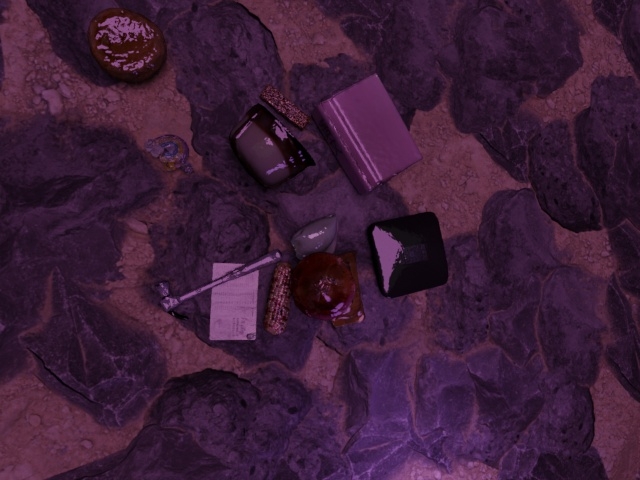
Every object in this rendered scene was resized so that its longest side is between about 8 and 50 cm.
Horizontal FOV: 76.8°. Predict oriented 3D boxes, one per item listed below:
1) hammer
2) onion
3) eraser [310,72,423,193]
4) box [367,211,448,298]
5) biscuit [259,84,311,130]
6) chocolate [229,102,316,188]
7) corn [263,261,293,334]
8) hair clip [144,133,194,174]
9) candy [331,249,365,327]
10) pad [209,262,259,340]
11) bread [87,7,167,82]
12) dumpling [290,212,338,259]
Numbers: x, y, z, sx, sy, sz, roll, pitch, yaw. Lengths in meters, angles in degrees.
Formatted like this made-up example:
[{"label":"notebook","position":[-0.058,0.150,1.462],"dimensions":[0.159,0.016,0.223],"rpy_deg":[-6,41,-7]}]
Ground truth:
[{"label":"hammer","position":[-0.328,0.123,1.363],"dimensions":[0.427,0.044,0.152],"rpy_deg":[-26,93,-14]},{"label":"onion","position":[0.004,0.158,1.325],"dimensions":[0.230,0.163,0.229],"rpy_deg":[0,101,2]},{"label":"eraser","position":[0.174,-0.387,1.490],"dimensions":[0.272,0.122,0.359],"rpy_deg":[-34,97,-16]},{"label":"box","position":[0.333,0.053,1.531],"dimensions":[0.289,0.073,0.289],"rpy_deg":[-12,91,-15]},{"label":"biscuit","position":[-0.126,-0.478,1.456],"dimensions":[0.199,0.034,0.064],"rpy_deg":[36,80,-10]},{"label":"chocolate","position":[-0.179,-0.294,1.335],"dimensions":[0.283,0.283,0.186],"rpy_deg":[44,93,-9]},{"label":"corn","position":[-0.140,0.197,1.391],"dimensions":[0.086,0.086,0.253],"rpy_deg":[12,83,-14]},{"label":"hair clip","position":[-0.494,-0.293,1.348],"dimensions":[0.172,0.049,0.116],"rpy_deg":[46,64,0]},{"label":"candy","position":[0.086,0.178,1.449],"dimensions":[0.143,0.101,0.271],"rpy_deg":[-11,97,-23]},{"label":"pad","position":[-0.296,0.211,1.388],"dimensions":[0.160,0.009,0.264],"rpy_deg":[3,86,-14]},{"label":"bread","position":[-0.614,-0.613,1.290],"dimensions":[0.230,0.123,0.229],"rpy_deg":[0,89,-20]},{"label":"dumpling","position":[-0.008,-0.009,1.440],"dimensions":[0.217,0.149,0.105],"rpy_deg":[-39,58,-20]}]
